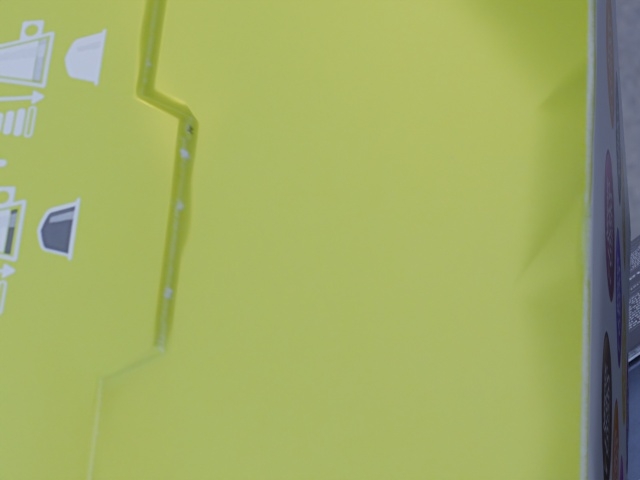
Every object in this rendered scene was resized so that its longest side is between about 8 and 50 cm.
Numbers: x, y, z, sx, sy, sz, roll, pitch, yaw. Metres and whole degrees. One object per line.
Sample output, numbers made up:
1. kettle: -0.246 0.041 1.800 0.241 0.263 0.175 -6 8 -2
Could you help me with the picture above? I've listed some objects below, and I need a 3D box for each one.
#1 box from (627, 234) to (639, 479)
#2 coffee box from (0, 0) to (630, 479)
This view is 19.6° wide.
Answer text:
1. box: 0.290 0.159 1.114 0.343 0.179 0.312 52 -170 -2
2. coffee box: -0.055 0.070 0.710 0.334 0.338 0.337 69 -157 -62
